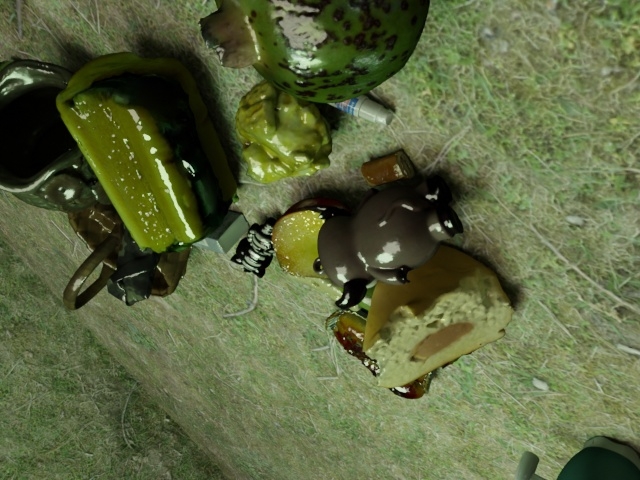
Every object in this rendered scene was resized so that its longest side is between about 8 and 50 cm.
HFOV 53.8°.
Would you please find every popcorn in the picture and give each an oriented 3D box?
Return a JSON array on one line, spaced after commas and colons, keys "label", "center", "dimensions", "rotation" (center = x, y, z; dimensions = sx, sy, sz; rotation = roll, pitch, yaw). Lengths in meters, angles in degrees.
[{"label": "popcorn", "center": [-0.053, -0.168, 0.982], "dimensions": [0.173, 0.142, 0.173], "rotation": [36, 141, 36]}]

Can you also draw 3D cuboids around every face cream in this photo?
[{"label": "face cream", "center": [0.046, -0.204, 0.929], "dimensions": [0.130, 0.034, 0.034], "rotation": [28, 147, 16]}]

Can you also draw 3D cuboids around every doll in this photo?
[{"label": "doll", "center": [-0.127, 0.014, 1.354], "dimensions": [0.091, 0.067, 0.219], "rotation": [29, 144, -11]}, {"label": "doll", "center": [0.093, -0.005, 0.989], "dimensions": [0.257, 0.182, 0.117], "rotation": [-33, 144, 33]}]

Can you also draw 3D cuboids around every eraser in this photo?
[{"label": "eraser", "center": [-0.268, -0.033, 1.414], "dimensions": [0.213, 0.092, 0.046], "rotation": [14, 141, 35]}]

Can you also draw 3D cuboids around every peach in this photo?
[{"label": "peach", "center": [0.002, -0.003, 1.198], "dimensions": [0.189, 0.068, 0.279], "rotation": [39, 146, -14]}]

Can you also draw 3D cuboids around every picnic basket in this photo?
[{"label": "picnic basket", "center": [-0.518, 0.044, 1.560], "dimensions": [0.337, 0.337, 0.293], "rotation": [41, 148, -2]}]

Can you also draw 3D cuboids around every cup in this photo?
[{"label": "cup", "center": [0.515, 0.464, 1.159], "dimensions": [0.300, 0.173, 0.167], "rotation": [16, 141, 32]}]

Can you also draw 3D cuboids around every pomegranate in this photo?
[{"label": "pomegranate", "center": [-0.013, -0.273, 0.696], "dimensions": [0.254, 0.271, 0.254], "rotation": [57, 168, 19]}]

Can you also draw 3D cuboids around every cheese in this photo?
[{"label": "cheese", "center": [0.008, 0.086, 1.331], "dimensions": [0.194, 0.043, 0.065], "rotation": [28, 142, 21]}]

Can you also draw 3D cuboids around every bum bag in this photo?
[{"label": "bum bag", "center": [-0.387, -0.022, 1.390], "dimensions": [0.144, 0.340, 0.095], "rotation": [9, 176, 37]}]

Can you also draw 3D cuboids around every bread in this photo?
[{"label": "bread", "center": [-0.300, -0.165, 1.165], "dimensions": [0.251, 0.208, 0.376], "rotation": [4, 137, 26]}, {"label": "bread", "center": [0.202, 0.133, 1.038], "dimensions": [0.211, 0.224, 0.183], "rotation": [4, 140, 33]}, {"label": "bread", "center": [0.104, -0.109, 0.987], "dimensions": [0.083, 0.036, 0.047], "rotation": [-11, 119, 49]}]

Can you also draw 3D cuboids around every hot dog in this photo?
[{"label": "hot dog", "center": [0.129, 0.241, 1.366], "dimensions": [0.270, 0.082, 0.162], "rotation": [34, 147, 10]}]

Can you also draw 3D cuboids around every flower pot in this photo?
[{"label": "flower pot", "center": [-0.538, -0.201, 1.290], "dimensions": [0.302, 0.301, 0.213], "rotation": [32, 175, 11]}]

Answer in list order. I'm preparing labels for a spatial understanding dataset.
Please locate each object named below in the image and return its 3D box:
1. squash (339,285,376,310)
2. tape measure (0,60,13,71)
[{"label": "squash", "center": [0.136, 0.122, 1.223], "dimensions": [0.229, 0.066, 0.066], "rotation": [24, 145, 21]}, {"label": "tape measure", "center": [-0.670, -0.309, 1.465], "dimensions": [0.175, 0.106, 0.200], "rotation": [19, 145, 35]}]
